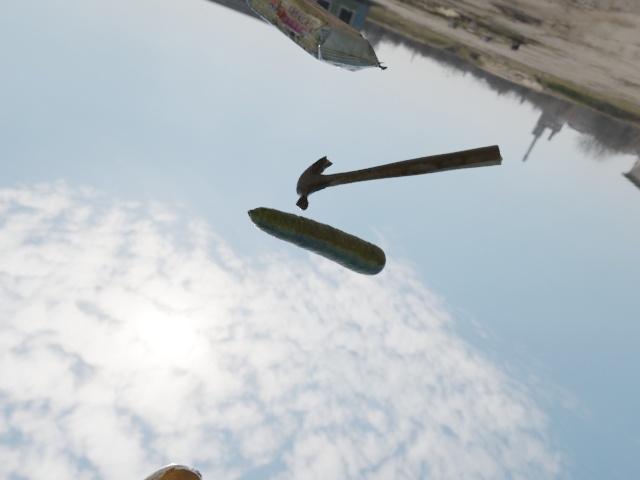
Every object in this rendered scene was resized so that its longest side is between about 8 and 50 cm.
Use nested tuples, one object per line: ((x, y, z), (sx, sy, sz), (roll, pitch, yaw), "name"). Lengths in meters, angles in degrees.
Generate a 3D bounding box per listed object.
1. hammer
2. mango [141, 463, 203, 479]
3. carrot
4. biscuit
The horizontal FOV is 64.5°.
((0.109, -0.100, 0.733), (0.297, 0.027, 0.125), (-7, -141, 14), "hammer")
((-0.297, 0.505, 0.821), (0.120, 0.177, 0.295), (52, -129, -18), "mango")
((0.000, 0.000, 1.002), (0.358, 0.074, 0.074), (21, -161, -40), "carrot")
((-0.017, -0.434, 1.026), (0.186, 0.079, 0.309), (-6, -136, -47), "biscuit")
